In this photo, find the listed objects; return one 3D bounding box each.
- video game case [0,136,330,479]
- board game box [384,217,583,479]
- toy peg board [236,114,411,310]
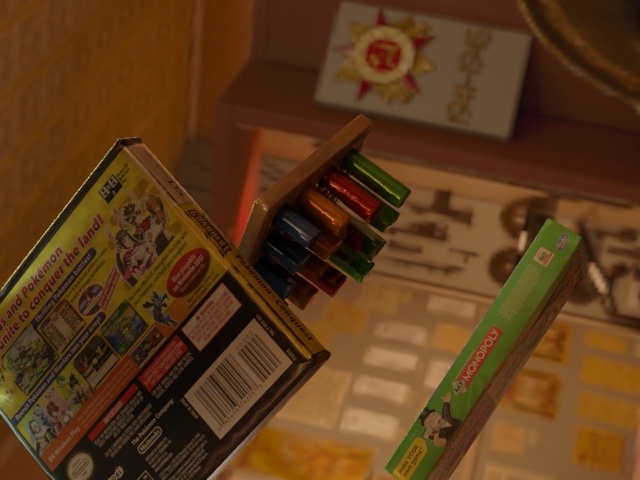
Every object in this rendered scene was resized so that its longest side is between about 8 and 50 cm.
[{"bbox_3d":[-0.160,0.096,1.157,0.275,0.248,0.035,-48,-15,23],"label":"video game case"},{"bbox_3d":[0.189,0.139,1.529,0.317,0.046,0.213,-56,-16,-5],"label":"board game box"},{"bbox_3d":[0.000,0.000,1.209,0.161,0.079,0.161,-42,-17,-42],"label":"toy peg board"}]
